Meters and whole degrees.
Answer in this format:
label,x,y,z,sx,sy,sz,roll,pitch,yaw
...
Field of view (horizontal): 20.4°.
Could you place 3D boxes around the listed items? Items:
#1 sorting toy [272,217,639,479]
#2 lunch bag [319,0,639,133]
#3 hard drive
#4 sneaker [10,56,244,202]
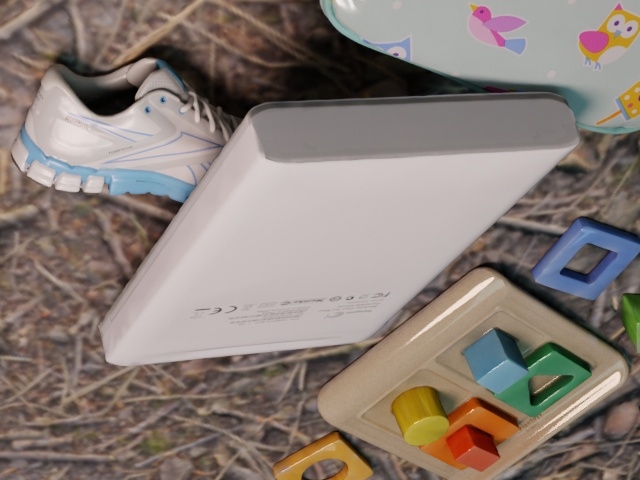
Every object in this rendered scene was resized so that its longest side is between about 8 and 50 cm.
label,x,y,z,sx,sy,sz,roll,pitch,yaw
sorting toy,0.122,0.122,1.367,0.348,0.047,0.196,-39,134,20
lunch bag,0.146,-0.189,1.020,0.279,0.108,0.224,16,125,-32
hard drive,0.000,0.000,1.111,0.203,0.040,0.307,-4,157,-25
sneaker,-0.087,-0.069,1.087,0.191,0.071,0.083,3,126,-23
